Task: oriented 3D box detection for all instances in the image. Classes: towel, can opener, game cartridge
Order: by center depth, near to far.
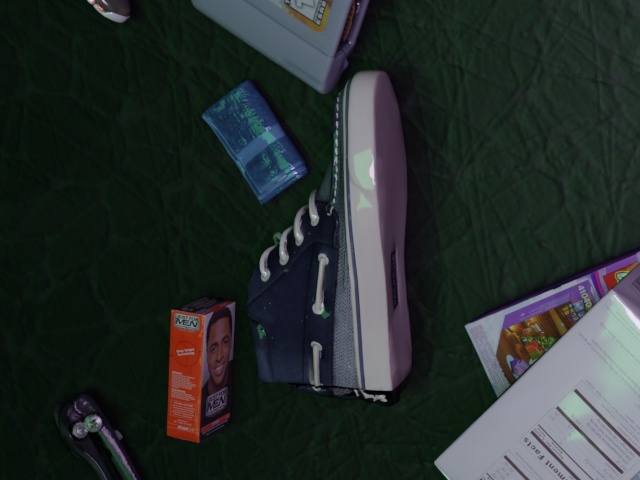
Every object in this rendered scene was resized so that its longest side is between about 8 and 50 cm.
[{"bbox_3d":[-0.031,-0.300,1.673,0.198,0.062,0.297,32,137,13],"label":"game cartridge"},{"bbox_3d":[-0.067,-0.103,1.807,0.067,0.029,0.119,-35,85,26],"label":"towel"},{"bbox_3d":[-0.235,0.254,1.956,0.059,0.073,0.186,-35,87,-12],"label":"can opener"}]

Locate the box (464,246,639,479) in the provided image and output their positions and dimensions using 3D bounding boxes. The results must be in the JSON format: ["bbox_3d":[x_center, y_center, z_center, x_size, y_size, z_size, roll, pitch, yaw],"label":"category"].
[{"bbox_3d":[0.291,0.172,1.678,0.201,0.057,0.293,-25,89,28],"label":"box"}]

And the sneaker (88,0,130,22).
[{"bbox_3d":[-0.230,-0.307,1.827,0.065,0.061,0.158,-25,90,21],"label":"sneaker"}]

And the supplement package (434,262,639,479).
[{"bbox_3d":[0.245,0.156,1.585,0.134,0.139,0.244,46,115,9],"label":"supplement package"}]

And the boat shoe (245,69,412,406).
[{"bbox_3d":[0.000,0.000,1.739,0.158,0.127,0.340,2,102,18],"label":"boat shoe"}]

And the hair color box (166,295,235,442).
[{"bbox_3d":[-0.128,0.137,1.863,0.043,0.072,0.141,9,105,24],"label":"hair color box"}]
